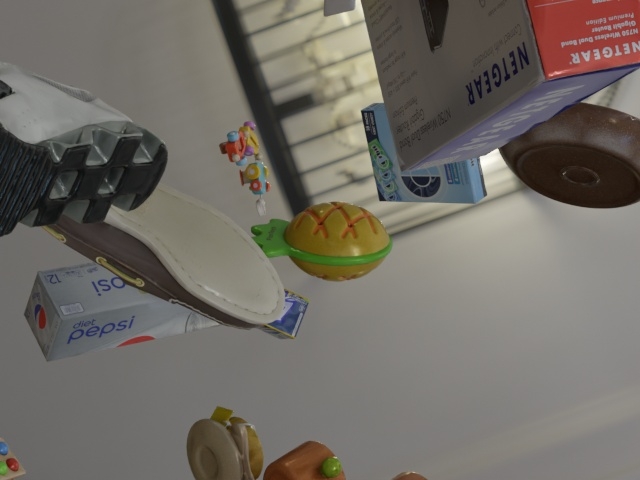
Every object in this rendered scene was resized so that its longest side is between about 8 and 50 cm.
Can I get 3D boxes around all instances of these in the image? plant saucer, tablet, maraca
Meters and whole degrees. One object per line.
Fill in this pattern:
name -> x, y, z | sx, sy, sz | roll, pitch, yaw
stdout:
plant saucer -> 0.277, -0.081, 1.443 | 0.198, 0.198, 0.036 | 67, 38, -62
tablet -> 0.022, -0.299, 1.551 | 0.054, 0.006, 0.083 | -3, -96, 49
maraca -> 0.000, 0.000, 1.750 | 0.127, 0.185, 0.099 | -77, 170, -68

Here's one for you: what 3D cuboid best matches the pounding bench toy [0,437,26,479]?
pounding bench toy -> -0.380, 0.260, 1.517 | 0.052, 0.065, 0.083 | 52, 18, 13

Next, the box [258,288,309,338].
box -> -0.103, 0.072, 1.786 | 0.054, 0.169, 0.059 | -10, -123, 65

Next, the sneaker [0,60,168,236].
sneaker -> -0.284, -0.082, 1.125 | 0.146, 0.122, 0.330 | 42, 21, 23

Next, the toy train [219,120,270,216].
toy train -> -0.128, -0.123, 2.240 | 0.125, 0.046, 0.166 | -78, 156, -49

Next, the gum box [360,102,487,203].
gum box -> 0.160, -0.137, 2.131 | 0.041, 0.184, 0.157 | -33, 117, -44

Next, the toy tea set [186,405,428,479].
toy tea set -> 0.012, 0.273, 1.329 | 0.336, 0.124, 0.200 | 10, -71, 46

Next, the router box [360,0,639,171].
router box -> 0.108, -0.230, 1.025 | 0.335, 0.082, 0.301 | 147, -69, -75

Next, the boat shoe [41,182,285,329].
boat shoe -> -0.190, 0.004, 1.526 | 0.324, 0.097, 0.116 | 33, 45, -11

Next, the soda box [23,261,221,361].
soda box -> -0.265, 0.084, 1.935 | 0.091, 0.286, 0.098 | 56, -42, 30
